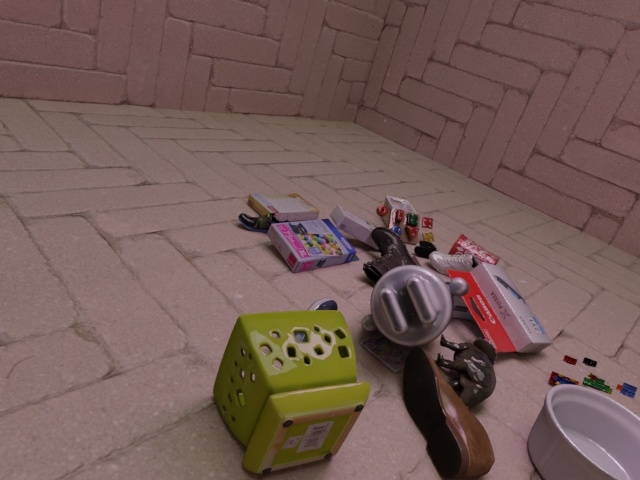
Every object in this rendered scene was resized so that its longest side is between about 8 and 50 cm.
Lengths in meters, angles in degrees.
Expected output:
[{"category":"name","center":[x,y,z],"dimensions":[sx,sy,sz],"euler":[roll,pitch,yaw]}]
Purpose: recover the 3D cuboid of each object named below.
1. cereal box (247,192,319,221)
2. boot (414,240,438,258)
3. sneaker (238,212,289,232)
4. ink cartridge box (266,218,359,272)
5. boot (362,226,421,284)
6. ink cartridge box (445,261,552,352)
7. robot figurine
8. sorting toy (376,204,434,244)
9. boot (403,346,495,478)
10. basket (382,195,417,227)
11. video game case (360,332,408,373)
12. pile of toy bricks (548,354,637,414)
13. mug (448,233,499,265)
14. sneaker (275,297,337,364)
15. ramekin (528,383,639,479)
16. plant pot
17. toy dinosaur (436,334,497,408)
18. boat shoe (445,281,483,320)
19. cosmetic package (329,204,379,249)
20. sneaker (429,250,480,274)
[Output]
[{"category":"cereal box","center":[-0.147,-0.134,1.823],"dimensions":[0.240,0.047,0.173],"euler":[-6,34,-40]},{"category":"boot","center":[0.423,0.032,1.855],"dimensions":[0.121,0.045,0.099],"euler":[18,27,-15]},{"category":"sneaker","center":[-0.197,-0.069,1.622],"dimensions":[0.188,0.078,0.067],"euler":[14,25,-6]},{"category":"ink cartridge box","center":[-0.010,0.008,1.571],"dimensions":[0.311,0.065,0.186],"euler":[-6,46,-43]},{"category":"boot","center":[0.220,0.066,1.570],"dimensions":[0.229,0.091,0.263],"euler":[-16,57,-47]},{"category":"ink cartridge box","center":[0.553,0.201,1.411],"dimensions":[0.261,0.066,0.296],"euler":[11,44,-39]},{"category":"robot figurine","center":[0.248,0.171,1.213],"dimensions":[0.353,0.299,0.200],"euler":[19,51,-70]},{"category":"sorting toy","center":[0.362,-0.060,1.902],"dimensions":[0.274,0.132,0.046],"euler":[12,-13,-12]},{"category":"boot","center":[0.274,0.373,1.012],"dimensions":[0.115,0.112,0.305],"euler":[14,34,-24]},{"category":"basket","center":[0.344,-0.114,2.032],"dimensions":[0.113,0.103,0.167],"euler":[12,25,-12]},{"category":"video game case","center":[0.175,0.294,1.202],"dimensions":[0.122,0.011,0.087],"euler":[35,31,33]},{"category":"pile of toy bricks","center":[0.762,0.402,1.275],"dimensions":[0.212,0.118,0.105],"euler":[21,-8,28]},{"category":"mug","center":[0.614,0.060,1.811],"dimensions":[0.169,0.113,0.150],"euler":[34,31,24]},{"category":"sneaker","center":[0.019,0.232,1.123],"dimensions":[0.163,0.086,0.226],"euler":[19,33,29]},{"category":"ramekin","center":[0.597,0.461,0.989],"dimensions":[0.277,0.135,0.277],"euler":[14,26,-7]},{"category":"plant pot","center":[-0.050,0.281,0.849],"dimensions":[0.227,0.228,0.207],"euler":[3,35,-30]},{"category":"toy dinosaur","center":[0.374,0.325,1.145],"dimensions":[0.160,0.121,0.313],"euler":[8,19,11]},{"category":"boat shoe","center":[0.411,0.180,1.477],"dimensions":[0.301,0.108,0.102],"euler":[11,26,-19]},{"category":"cosmetic package","center":[0.154,-0.045,1.732],"dimensions":[0.239,0.060,0.099],"euler":[27,17,-29]},{"category":"sneaker","center":[0.527,0.082,1.716],"dimensions":[0.232,0.115,0.090],"euler":[21,50,11]}]
